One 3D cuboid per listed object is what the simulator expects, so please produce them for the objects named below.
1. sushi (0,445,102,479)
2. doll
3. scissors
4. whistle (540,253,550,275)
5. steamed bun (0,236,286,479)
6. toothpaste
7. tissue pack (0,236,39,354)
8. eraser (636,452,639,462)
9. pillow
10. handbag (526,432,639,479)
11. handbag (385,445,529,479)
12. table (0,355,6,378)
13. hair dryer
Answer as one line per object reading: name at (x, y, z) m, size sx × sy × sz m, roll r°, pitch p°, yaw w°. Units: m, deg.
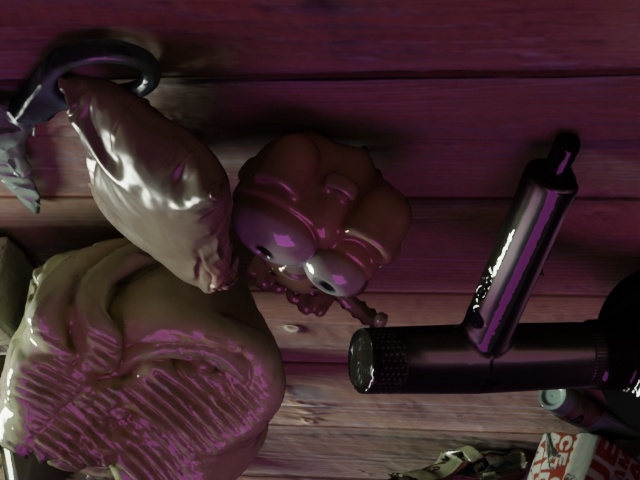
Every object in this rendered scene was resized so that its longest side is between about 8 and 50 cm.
sushi at (-0.288, 0.290, 2.432) m, size 0.273 × 0.134 × 0.109 m, roll -2°, pitch 179°, yaw -26°
doll at (-0.002, -0.001, 1.620) m, size 0.154 × 0.119 × 0.278 m, roll 27°, pitch 161°, yaw 10°
scissors at (-0.281, -0.095, 1.588) m, size 0.256 × 0.029 × 0.383 m, roll 7°, pitch 160°, yaw -11°
whistle at (0.195, 0.011, 1.704) m, size 0.033 × 0.029 × 0.083 m, roll 38°, pitch 164°, yaw 9°
steamed bun at (-0.168, 0.100, 1.829) m, size 0.268 × 0.207 × 0.280 m, roll 12°, pitch 130°, yaw -11°
toothpaste at (0.302, 0.199, 2.122) m, size 0.056 × 0.036 × 0.205 m, roll -4°, pitch 160°, yaw 31°
tissue pack at (-0.364, 0.054, 1.876) m, size 0.148 × 0.099 × 0.106 m, roll 0°, pitch 154°, yaw 17°
eraser at (0.464, 0.307, 2.163) m, size 0.212 × 0.046 × 0.092 m, roll 37°, pitch 177°, yaw 36°
pillow at (-0.135, -0.043, 1.517) m, size 0.173 × 0.067 × 0.270 m, roll 41°, pitch 165°, yaw 13°
handbag at (0.300, 0.338, 2.218) m, size 0.151 × 0.171 × 0.298 m, roll 21°, pitch 165°, yaw 10°
handbag at (0.150, 0.339, 2.365) m, size 0.213 × 0.127 × 0.235 m, roll -18°, pitch 160°, yaw -12°
table at (-0.412, 0.139, 2.061) m, size 0.126 × 0.126 × 0.220 m, roll 14°, pitch 156°, yaw -18°
hair dryer at (0.221, 0.058, 1.613) m, size 0.320 × 0.156 × 0.284 m, roll 6°, pitch 146°, yaw -30°
